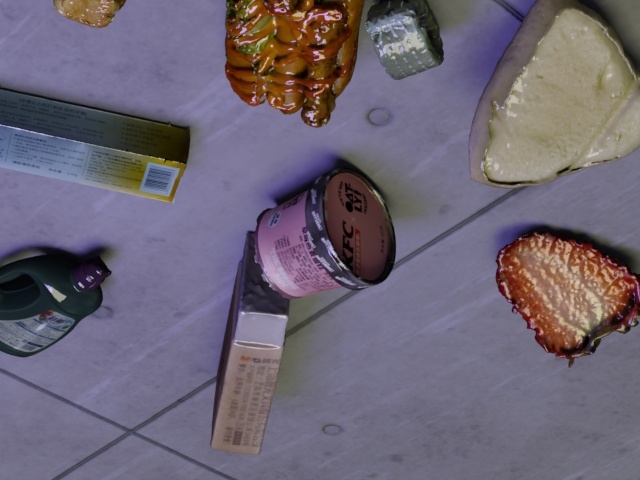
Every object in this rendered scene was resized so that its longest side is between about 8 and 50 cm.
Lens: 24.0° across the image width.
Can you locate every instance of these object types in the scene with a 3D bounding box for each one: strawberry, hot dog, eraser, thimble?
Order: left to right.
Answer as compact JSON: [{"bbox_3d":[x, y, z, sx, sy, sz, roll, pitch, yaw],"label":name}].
[{"bbox_3d":[-0.094,0.149,2.070,0.078,0.144,0.343,7,139,-5],"label":"eraser"},{"bbox_3d":[-0.032,-0.257,1.583,0.158,0.117,0.349,13,141,3],"label":"hot dog"},{"bbox_3d":[0.092,-0.225,1.647,0.062,0.084,0.110,-17,159,16],"label":"thimble"},{"bbox_3d":[0.330,0.053,2.007,0.167,0.087,0.208,-33,106,9],"label":"strawberry"}]

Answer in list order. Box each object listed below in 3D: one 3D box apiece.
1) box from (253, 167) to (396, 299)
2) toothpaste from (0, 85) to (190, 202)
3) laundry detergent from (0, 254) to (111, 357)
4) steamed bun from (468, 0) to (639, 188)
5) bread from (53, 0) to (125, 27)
[{"bbox_3d":[0.000,0.000,1.888,0.135,0.151,0.151,-20,137,36],"label":"box"},{"bbox_3d":[-0.318,-0.119,1.805,0.312,0.071,0.089,11,142,-13],"label":"toothpaste"},{"bbox_3d":[-0.375,0.073,2.034,0.144,0.078,0.221,35,131,-30],"label":"laundry detergent"},{"bbox_3d":[0.271,-0.158,1.707,0.212,0.110,0.231,19,109,-30],"label":"steamed bun"},{"bbox_3d":[-0.253,-0.268,1.641,0.083,0.046,0.081,-8,145,8],"label":"bread"}]
